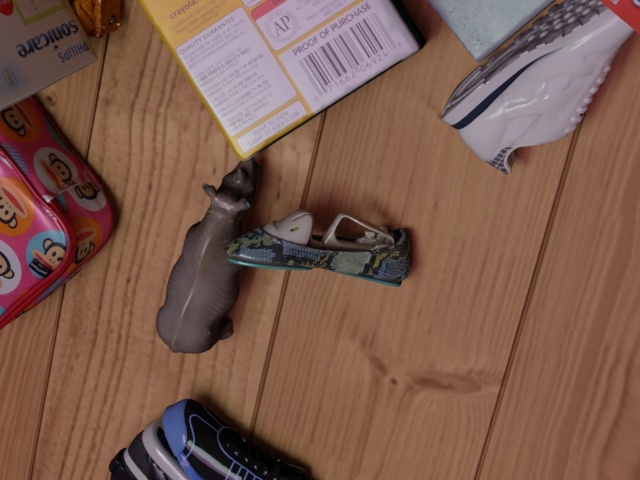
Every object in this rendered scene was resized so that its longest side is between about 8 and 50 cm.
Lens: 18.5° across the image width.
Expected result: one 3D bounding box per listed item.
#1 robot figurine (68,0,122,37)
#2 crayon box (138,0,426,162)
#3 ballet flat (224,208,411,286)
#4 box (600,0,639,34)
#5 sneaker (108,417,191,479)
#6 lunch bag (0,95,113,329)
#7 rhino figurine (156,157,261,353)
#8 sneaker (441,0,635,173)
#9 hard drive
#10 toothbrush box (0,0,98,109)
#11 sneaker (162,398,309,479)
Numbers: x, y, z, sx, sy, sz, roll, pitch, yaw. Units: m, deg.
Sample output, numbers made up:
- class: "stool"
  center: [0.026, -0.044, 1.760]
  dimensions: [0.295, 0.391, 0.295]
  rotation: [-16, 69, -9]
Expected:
- class: "robot figurine"
  center: [-0.270, -0.352, 1.951]
  dimensions: [0.211, 0.085, 0.291]
  rotation: [9, 112, 21]
- class: "crayon box"
  center: [-0.071, -0.265, 1.859]
  dimensions: [0.203, 0.083, 0.323]
  rotation: [-32, 94, 11]
- class: "ballet flat"
  center: [0.000, 0.000, 1.934]
  dimensions: [0.188, 0.070, 0.070]
  rotation: [7, 117, -18]
- class: "box"
  center: [0.278, -0.283, 1.658]
  dimensions: [0.300, 0.154, 0.142]
  rotation: [40, 119, -3]
- class: "sneaker"
  center: [-0.145, 0.308, 2.144]
  dimensions: [0.121, 0.079, 0.217]
  rotation: [-42, 80, 34]
- class: "lunch bag"
  center: [-0.386, -0.050, 2.103]
  dimensions: [0.258, 0.120, 0.293]
  rotation: [-39, 88, 35]
- class: "rhino figurine"
  center: [-0.104, 0.012, 1.993]
  dimensions: [0.073, 0.106, 0.243]
  rotation: [27, 118, 14]
- class: "sneaker"
  center: [0.221, -0.153, 1.805]
  dimensions: [0.095, 0.090, 0.235]
  rotation: [46, 125, -11]
- class: "hard drive"
  center: [0.167, -0.242, 1.823]
  dimensions: [0.135, 0.022, 0.094]
  rotation: [-39, 89, 30]
- class: "toothbrush box"
  center: [-0.366, -0.250, 1.865]
  dimensions: [0.122, 0.206, 0.283]
  rotation: [-22, 98, 29]
- class: "sneaker"
  center: [-0.067, 0.250, 2.083]
  dimensions: [0.090, 0.081, 0.232]
  rotation: [-35, 99, 28]
